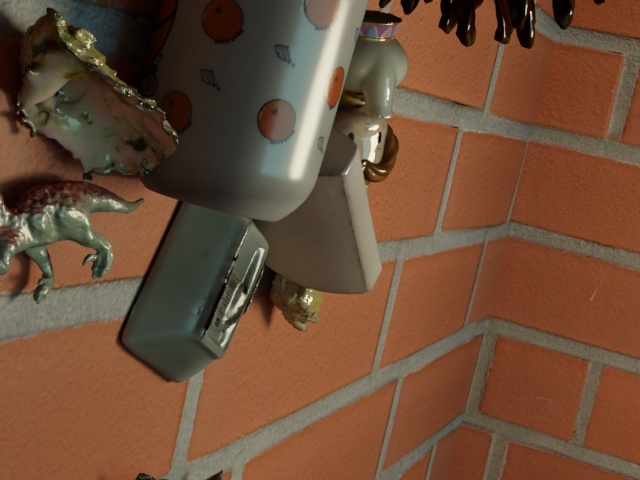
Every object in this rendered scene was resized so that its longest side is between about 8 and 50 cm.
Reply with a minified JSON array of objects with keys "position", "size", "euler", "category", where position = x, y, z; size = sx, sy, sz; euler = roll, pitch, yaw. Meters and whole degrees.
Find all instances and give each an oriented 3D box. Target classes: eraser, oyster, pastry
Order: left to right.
[{"position":[-0.209,-0.126,0.980],"size":[0.209,0.133,0.072],"euler":[32,49,-47],"category":"oyster"},{"position":[-0.019,-0.042,1.421],"size":[0.095,0.174,0.270],"euler":[-60,155,-29],"category":"eraser"},{"position":[0.000,0.000,1.612],"size":[0.121,0.089,0.258],"euler":[102,8,-74],"category":"pastry"}]

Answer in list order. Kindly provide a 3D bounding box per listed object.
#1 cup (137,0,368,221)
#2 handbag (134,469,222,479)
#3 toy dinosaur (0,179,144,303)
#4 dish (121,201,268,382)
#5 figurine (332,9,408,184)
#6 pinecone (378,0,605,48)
[{"position":[-0.072,-0.189,1.126],"size":[0.212,0.212,0.317],"euler":[3,102,-69],"category":"cup"},{"position":[-0.188,0.376,1.378],"size":[0.270,0.117,0.182],"euler":[40,59,-67],"category":"handbag"},{"position":[-0.245,-0.026,1.017],"size":[0.242,0.053,0.167],"euler":[-37,132,-45],"category":"toy dinosaur"},{"position":[-0.133,0.052,1.331],"size":[0.243,0.080,0.182],"euler":[-67,158,-16],"category":"dish"},{"position":[0.043,-0.186,1.509],"size":[0.142,0.189,0.263],"euler":[-2,115,-22],"category":"figurine"},{"position":[0.237,-0.430,1.403],"size":[0.398,0.398,0.397],"euler":[15,90,-69],"category":"pinecone"}]
